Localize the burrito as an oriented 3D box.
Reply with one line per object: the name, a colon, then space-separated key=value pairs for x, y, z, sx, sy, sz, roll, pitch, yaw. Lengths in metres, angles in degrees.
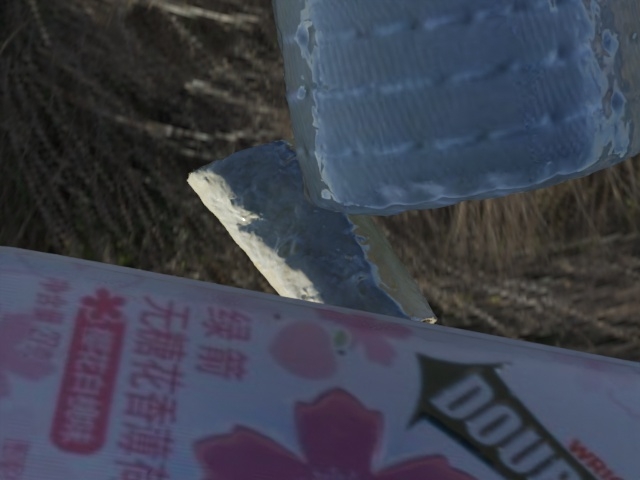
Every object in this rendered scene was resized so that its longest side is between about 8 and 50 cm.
burrito: x=-0.003 y=0.003 z=1.660 sx=0.143 sy=0.105 sz=0.299 roll=-37 pitch=81 yaw=-10

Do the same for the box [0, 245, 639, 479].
box: x=0.027 y=0.120 z=0.535 sx=0.369 sy=0.190 sz=0.112 roll=11 pitch=130 yaw=-5

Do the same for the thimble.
thimble: x=0.045 y=-0.058 z=0.456 sx=0.115 sy=0.102 sz=0.090 roll=-11 pitch=100 yaw=3
